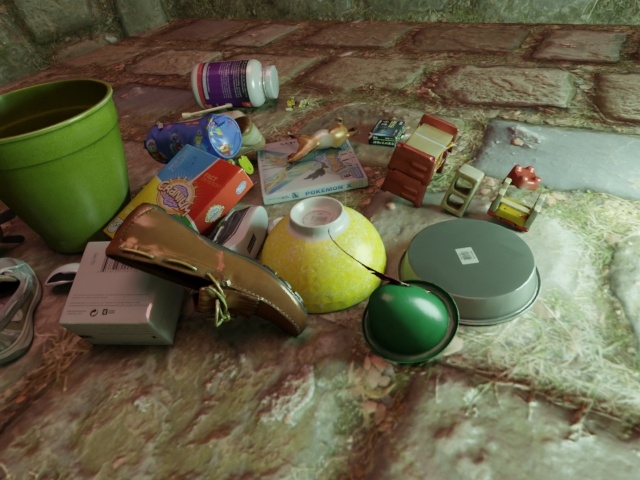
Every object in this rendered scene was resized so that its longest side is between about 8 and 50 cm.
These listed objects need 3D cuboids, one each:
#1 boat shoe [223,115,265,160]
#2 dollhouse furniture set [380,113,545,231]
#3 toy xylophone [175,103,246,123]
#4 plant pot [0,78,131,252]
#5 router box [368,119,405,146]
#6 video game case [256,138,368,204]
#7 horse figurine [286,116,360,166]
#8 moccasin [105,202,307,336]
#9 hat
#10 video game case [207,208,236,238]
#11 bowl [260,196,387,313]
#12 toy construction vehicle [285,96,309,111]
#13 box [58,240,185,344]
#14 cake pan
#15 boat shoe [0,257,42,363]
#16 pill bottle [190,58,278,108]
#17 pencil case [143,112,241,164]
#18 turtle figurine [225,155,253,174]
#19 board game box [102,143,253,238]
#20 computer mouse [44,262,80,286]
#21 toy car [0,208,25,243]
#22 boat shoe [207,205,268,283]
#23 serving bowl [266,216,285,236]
[{"bbox_3d":[-0.337,-0.289,1.456,0.340,0.110,0.122,-8,60,27],"label":"boat shoe"},{"bbox_3d":[0.368,-0.154,1.164,0.373,0.152,0.201,30,48,16],"label":"dollhouse furniture set"},{"bbox_3d":[-0.389,-0.394,1.616,0.322,0.081,0.236,-9,38,-2],"label":"toy xylophone"},{"bbox_3d":[-0.648,-0.172,1.157,0.365,0.353,0.367,-5,38,4],"label":"plant pot"},{"bbox_3d":[0.219,-0.353,1.496,0.092,0.038,0.122,11,41,21],"label":"router box"},{"bbox_3d":[-0.040,-0.232,1.388,0.299,0.036,0.329,-11,38,-4],"label":"video game case"},{"bbox_3d":[0.006,-0.317,1.409,0.263,0.066,0.174,-15,32,-6],"label":"horse figurine"},{"bbox_3d":[-0.196,0.081,0.830,0.139,0.379,0.147,-28,33,57],"label":"moccasin"},{"bbox_3d":[0.123,0.095,0.792,0.208,0.184,0.173,-3,51,23],"label":"hat"},{"bbox_3d":[-0.265,-0.042,1.201,0.119,0.015,0.166,-27,42,-24],"label":"video game case"},{"bbox_3d":[0.000,0.000,0.989,0.289,0.156,0.290,-4,38,3],"label":"bowl"},{"bbox_3d":[-0.095,-0.541,1.791,0.085,0.035,0.098,6,40,17],"label":"toy construction vehicle"},{"bbox_3d":[-0.380,0.104,0.910,0.180,0.119,0.182,-2,59,8],"label":"box"},{"bbox_3d":[0.308,0.050,0.955,0.292,0.054,0.293,-5,38,4],"label":"cake pan"},{"bbox_3d":[-0.691,0.125,0.988,0.118,0.103,0.320,-19,40,-15],"label":"boat shoe"},{"bbox_3d":[-0.337,-0.621,1.818,0.322,0.182,0.182,0,38,10],"label":"pill bottle"},{"bbox_3d":[-0.374,-0.292,1.320,0.305,0.133,0.119,3,37,34],"label":"pencil case"},{"bbox_3d":[-0.311,-0.173,1.310,0.217,0.087,0.269,-4,21,39],"label":"turtle figurine"},{"bbox_3d":[-0.357,-0.082,1.140,0.242,0.064,0.317,26,70,35],"label":"board game box"},{"bbox_3d":[-0.546,0.068,1.059,0.192,0.042,0.106,-12,5,-4],"label":"computer mouse"},{"bbox_3d":[-0.887,-0.022,1.182,0.188,0.155,0.149,-17,38,-27],"label":"toy car"},{"bbox_3d":[-0.214,0.023,1.038,0.102,0.108,0.301,-2,40,18],"label":"boat shoe"},{"bbox_3d":[-0.101,-0.036,1.155,0.083,0.027,0.083,-5,37,3],"label":"serving bowl"}]
